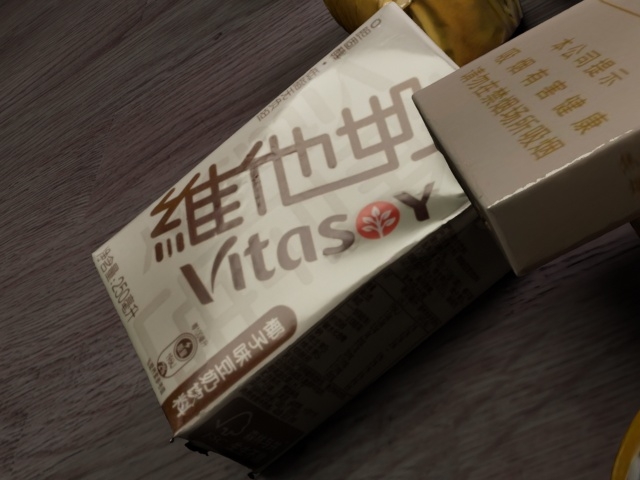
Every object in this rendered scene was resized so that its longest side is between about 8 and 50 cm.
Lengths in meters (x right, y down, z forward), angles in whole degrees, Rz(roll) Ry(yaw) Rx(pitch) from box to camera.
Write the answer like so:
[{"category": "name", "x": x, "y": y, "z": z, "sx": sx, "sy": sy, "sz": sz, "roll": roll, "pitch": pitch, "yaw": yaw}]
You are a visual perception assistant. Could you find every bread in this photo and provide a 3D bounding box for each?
[{"category": "bread", "x": 0.091, "y": -0.263, "z": 0.975, "sx": 0.152, "sy": 0.119, "sz": 0.288, "roll": -37, "pitch": 35, "yaw": 4}]

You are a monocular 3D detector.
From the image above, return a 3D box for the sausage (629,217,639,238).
[{"category": "sausage", "x": 0.395, "y": -0.083, "z": 0.460, "sx": 0.500, "sy": 0.123, "sz": 0.136, "roll": -18, "pitch": 12, "yaw": 33}]

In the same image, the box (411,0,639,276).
[{"category": "box", "x": 0.236, "y": -0.122, "z": 0.509, "sx": 0.365, "sy": 0.051, "sz": 0.205, "roll": -28, "pitch": 23, "yaw": 7}]

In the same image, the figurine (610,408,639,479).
[{"category": "figurine", "x": 0.188, "y": 0.203, "z": 0.212, "sx": 0.401, "sy": 0.268, "sz": 0.387, "roll": -47, "pitch": 31, "yaw": 21}]

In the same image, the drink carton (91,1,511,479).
[{"category": "drink carton", "x": 0.000, "y": 0.001, "z": 0.720, "sx": 0.324, "sy": 0.132, "sz": 0.194, "roll": -39, "pitch": 55, "yaw": 5}]
